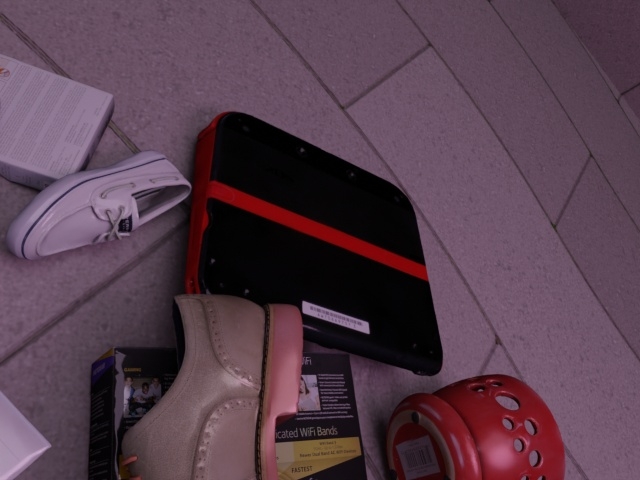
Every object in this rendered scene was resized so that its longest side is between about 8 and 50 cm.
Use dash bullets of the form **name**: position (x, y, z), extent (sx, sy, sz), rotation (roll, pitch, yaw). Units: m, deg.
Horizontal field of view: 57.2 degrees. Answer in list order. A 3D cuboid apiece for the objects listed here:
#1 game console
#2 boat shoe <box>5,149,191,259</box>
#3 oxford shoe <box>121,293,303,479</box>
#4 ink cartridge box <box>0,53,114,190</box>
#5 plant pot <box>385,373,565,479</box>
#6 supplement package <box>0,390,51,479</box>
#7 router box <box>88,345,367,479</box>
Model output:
- **game console**: position (0.000, 0.000, 0.831), extent (0.386, 0.060, 0.342), rotation (21, 47, -28)
- **boat shoe**: position (-0.239, -0.039, 0.671), extent (0.075, 0.083, 0.226), rotation (33, 46, 13)
- **oxford shoe**: position (-0.111, 0.229, 0.519), extent (0.146, 0.140, 0.397), rotation (15, 51, -13)
- **ink cartridge box**: position (-0.354, -0.140, 0.688), extent (0.179, 0.045, 0.146), rotation (17, 57, -9)
- **plant pot**: position (0.197, 0.286, 0.789), extent (0.174, 0.191, 0.191), rotation (-3, 69, -32)
- **supplement package**: position (-0.360, 0.118, 0.425), extent (0.262, 0.204, 0.145), rotation (50, 47, -5)
- **router box**: position (-0.091, 0.249, 0.652), extent (0.308, 0.081, 0.243), rotation (10, 62, -34)
